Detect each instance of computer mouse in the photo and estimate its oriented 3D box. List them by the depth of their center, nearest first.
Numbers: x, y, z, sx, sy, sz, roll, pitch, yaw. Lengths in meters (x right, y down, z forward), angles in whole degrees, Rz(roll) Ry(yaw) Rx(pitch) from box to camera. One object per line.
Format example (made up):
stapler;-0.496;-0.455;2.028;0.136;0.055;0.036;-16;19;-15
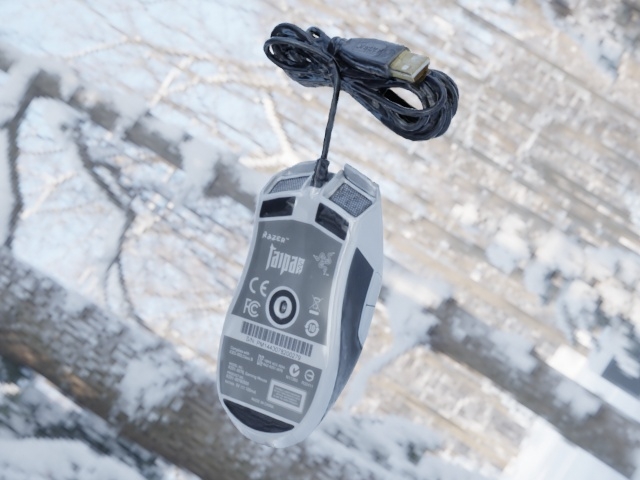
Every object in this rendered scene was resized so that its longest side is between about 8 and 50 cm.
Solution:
computer mouse;0.000;0.000;0.577;0.042;0.106;0.193;9;-83;-55
